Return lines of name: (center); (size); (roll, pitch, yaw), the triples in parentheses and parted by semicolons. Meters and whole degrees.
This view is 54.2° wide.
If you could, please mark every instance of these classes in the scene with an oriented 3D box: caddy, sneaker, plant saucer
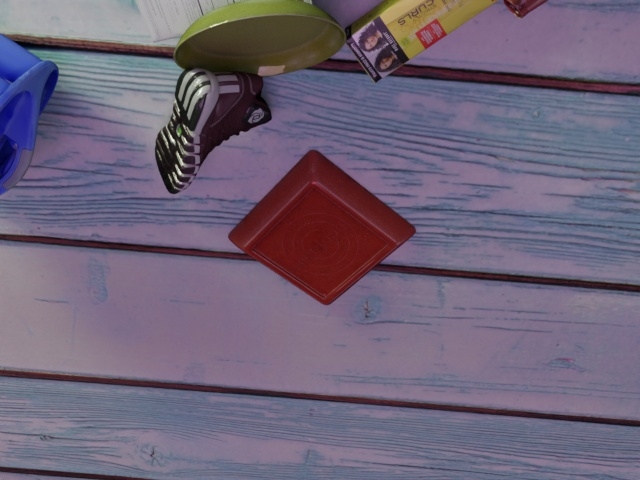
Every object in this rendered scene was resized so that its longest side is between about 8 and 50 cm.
caddy: (-0.527, -0.159, 0.951); (0.179, 0.241, 0.341); (37, 121, -15)
sneaker: (-0.162, -0.171, 1.010); (0.162, 0.107, 0.281); (-16, 164, -32)
plant saucer: (-0.085, -0.280, 0.871); (0.240, 0.241, 0.037); (-8, 89, 9)
plant saucer: (0.000, 0.000, 1.156); (0.259, 0.048, 0.258); (35, 121, -22)

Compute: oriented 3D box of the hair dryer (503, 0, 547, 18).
hair dryer: (0.291, -0.435, 0.793); (0.223, 0.080, 0.294); (6, 108, 2)

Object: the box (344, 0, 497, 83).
box: (0.151, -0.329, 0.894); (0.232, 0.058, 0.087); (-30, 120, 22)

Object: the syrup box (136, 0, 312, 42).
syrup box: (-0.130, -0.356, 0.868); (0.236, 0.093, 0.096); (-9, 125, 10)
